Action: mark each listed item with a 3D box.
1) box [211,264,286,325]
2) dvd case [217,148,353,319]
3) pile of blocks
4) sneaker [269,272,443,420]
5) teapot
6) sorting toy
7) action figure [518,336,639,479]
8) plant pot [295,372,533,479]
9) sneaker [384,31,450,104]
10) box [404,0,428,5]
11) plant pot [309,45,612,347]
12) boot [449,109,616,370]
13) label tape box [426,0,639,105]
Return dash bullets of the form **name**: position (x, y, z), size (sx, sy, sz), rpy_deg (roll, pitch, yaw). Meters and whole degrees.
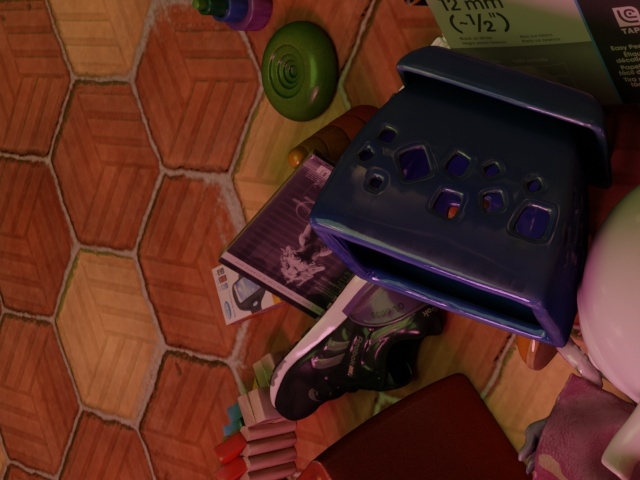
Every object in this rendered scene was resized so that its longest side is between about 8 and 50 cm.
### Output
- **box**: position (-0.096, 0.060, 1.999), size (0.136, 0.028, 0.081), rpy_deg (-25, 76, 43)
- **dvd case**: position (0.000, 0.000, 1.816), size (0.221, 0.164, 0.018), rpy_deg (-47, 19, 38)
- **pile of blocks**: position (-0.112, 0.315, 1.983), size (0.149, 0.112, 0.362), rpy_deg (20, 108, 44)
- **sneaker**: position (0.041, 0.150, 1.812), size (0.124, 0.107, 0.283), rpy_deg (52, 128, 22)
- **teapot**: position (0.327, 0.064, 1.395), size (0.187, 0.256, 0.252), rpy_deg (-36, 72, 37)
- **sorting toy**: position (-0.052, -0.191, 1.854), size (0.365, 0.126, 0.127), rpy_deg (55, 130, 27)
- **action figure**: position (0.386, 0.257, 1.433), size (0.370, 0.248, 0.276), rpy_deg (-1, 67, 48)
- **plant pot**: position (0.080, 0.344, 1.691), size (0.267, 0.235, 0.267), rpy_deg (57, 130, 26)
- **sneaker**: position (0.134, -0.143, 1.696), size (0.094, 0.081, 0.208), rpy_deg (50, 129, 23)
- **box**: position (0.180, -0.437, 1.617), size (0.322, 0.079, 0.257), rpy_deg (-30, 75, 44)
- **plant pot**: position (0.153, -0.046, 1.436), size (0.236, 0.236, 0.212), rpy_deg (20, 82, 17)
- **boot**: position (0.184, -0.027, 1.604), size (0.211, 0.104, 0.295), rpy_deg (14, 93, 27)
- **label tape box**: position (0.210, -0.279, 1.401), size (0.249, 0.348, 0.115), rpy_deg (1, 52, 36)
